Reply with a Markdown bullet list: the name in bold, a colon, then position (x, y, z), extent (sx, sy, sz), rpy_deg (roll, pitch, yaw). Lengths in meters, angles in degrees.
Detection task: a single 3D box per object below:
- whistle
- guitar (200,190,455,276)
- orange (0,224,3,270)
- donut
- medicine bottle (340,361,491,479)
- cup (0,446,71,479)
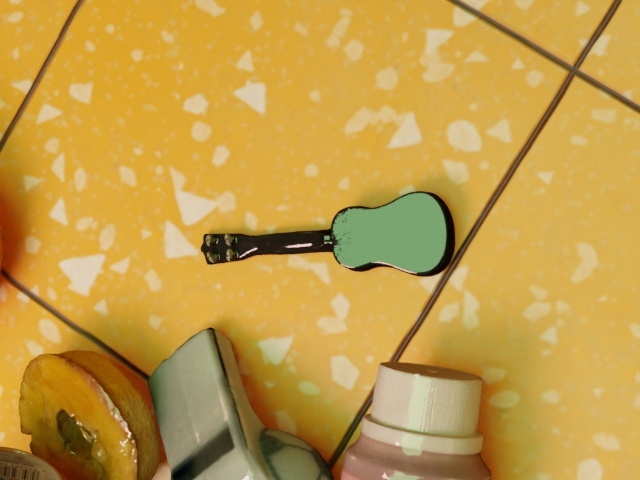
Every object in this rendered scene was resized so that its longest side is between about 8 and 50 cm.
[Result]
- **whistle**: position (-0.067, 0.234, 1.442), extent (0.163, 0.163, 0.289), rpy_deg (-39, 39, 15)
- **guitar**: position (-0.001, 0.000, 1.462), extent (0.271, 0.038, 0.083), rpy_deg (-4, 86, 19)
- **orange**: position (-0.441, 0.008, 1.529), extent (0.219, 0.193, 0.219), rpy_deg (1, 88, -17)
- **donut**: position (-0.233, 0.190, 1.503), extent (0.162, 0.065, 0.178), rpy_deg (-37, 80, 43)
- **medicine bottle**: position (0.086, 0.242, 1.373), extent (0.147, 0.147, 0.247), rpy_deg (8, 92, 19)
- **cup**: position (-0.320, 0.339, 1.453), extent (0.182, 0.226, 0.263), rpy_deg (27, 114, 25)
